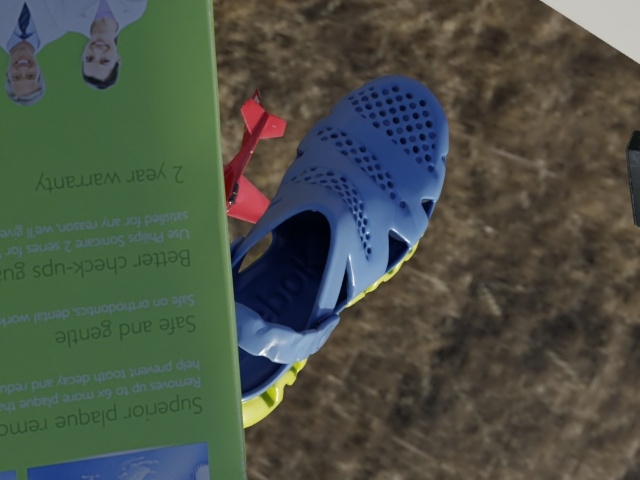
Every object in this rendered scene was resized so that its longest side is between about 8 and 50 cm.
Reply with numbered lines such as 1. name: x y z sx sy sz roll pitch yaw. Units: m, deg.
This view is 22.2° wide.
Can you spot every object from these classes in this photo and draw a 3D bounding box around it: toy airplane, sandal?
1. toy airplane: -0.076 -0.068 1.498 0.151 0.028 0.151 -25 123 -44
2. sandal: 0.000 0.000 1.229 0.317 0.126 0.138 -57 176 -19

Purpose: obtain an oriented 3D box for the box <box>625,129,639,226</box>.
1. box: 0.226 -0.032 0.966 0.067 0.083 0.018 73 35 -45

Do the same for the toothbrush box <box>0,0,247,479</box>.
1. toothbrush box: -0.103 0.051 0.479 0.122 0.206 0.283 -8 98 -18

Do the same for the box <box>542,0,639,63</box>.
1. box: 0.159 -0.231 0.945 0.322 0.232 0.058 29 60 -10
